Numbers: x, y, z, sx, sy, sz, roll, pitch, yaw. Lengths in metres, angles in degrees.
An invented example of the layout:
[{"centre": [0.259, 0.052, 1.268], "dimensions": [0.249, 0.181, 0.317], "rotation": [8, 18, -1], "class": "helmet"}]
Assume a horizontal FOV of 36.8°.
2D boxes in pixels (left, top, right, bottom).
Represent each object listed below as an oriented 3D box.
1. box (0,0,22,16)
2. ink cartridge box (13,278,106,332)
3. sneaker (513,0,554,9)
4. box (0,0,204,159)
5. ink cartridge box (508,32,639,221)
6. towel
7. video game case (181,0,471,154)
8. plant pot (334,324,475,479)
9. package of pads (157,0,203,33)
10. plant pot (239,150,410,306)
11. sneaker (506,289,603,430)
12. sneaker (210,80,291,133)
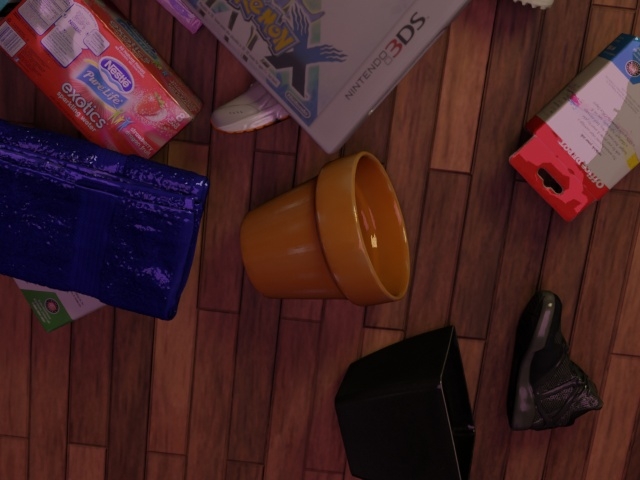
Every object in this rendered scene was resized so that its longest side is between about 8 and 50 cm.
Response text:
[{"centre": [-0.350, -0.395, 1.245], "dimensions": [0.244, 0.100, 0.060], "rotation": [-42, 100, 12], "class": "box"}, {"centre": [-0.329, 0.015, 1.373], "dimensions": [0.208, 0.087, 0.153], "rotation": [-24, 104, 9], "class": "ink cartridge box"}, {"centre": [0.186, -0.408, 1.217], "dimensions": [0.293, 0.102, 0.146], "rotation": [15, 120, -11], "class": "sneaker"}, {"centre": [-0.291, -0.226, 1.281], "dimensions": [0.128, 0.123, 0.257], "rotation": [-40, 102, 13], "class": "box"}, {"centre": [0.377, -0.152, 1.311], "dimensions": [0.231, 0.078, 0.134], "rotation": [-44, 100, 13], "class": "ink cartridge box"}, {"centre": [-0.315, -0.020, 1.259], "dimensions": [0.308, 0.076, 0.228], "rotation": [16, 117, -2], "class": "towel"}, {"centre": [-0.009, -0.320, 1.166], "dimensions": [0.329, 0.036, 0.300], "rotation": [47, 123, 6], "class": "video game case"}, {"centre": [0.122, 0.250, 1.395], "dimensions": [0.166, 0.188, 0.188], "rotation": [-8, 107, 17], "class": "plant pot"}, {"centre": [-0.184, -0.325, 1.297], "dimensions": [0.083, 0.032, 0.050], "rotation": [42, 104, -10], "class": "package of pads"}, {"centre": [0.000, 0.000, 1.316], "dimensions": [0.187, 0.205, 0.205], "rotation": [-14, 106, 21], "class": "plant pot"}, {"centre": [0.351, 0.178, 1.410], "dimensions": [0.130, 0.087, 0.228], "rotation": [2, 110, -1], "class": "sneaker"}, {"centre": [-0.038, -0.233, 1.298], "dimensions": [0.262, 0.099, 0.121], "rotation": [-25, 97, 1], "class": "sneaker"}]
